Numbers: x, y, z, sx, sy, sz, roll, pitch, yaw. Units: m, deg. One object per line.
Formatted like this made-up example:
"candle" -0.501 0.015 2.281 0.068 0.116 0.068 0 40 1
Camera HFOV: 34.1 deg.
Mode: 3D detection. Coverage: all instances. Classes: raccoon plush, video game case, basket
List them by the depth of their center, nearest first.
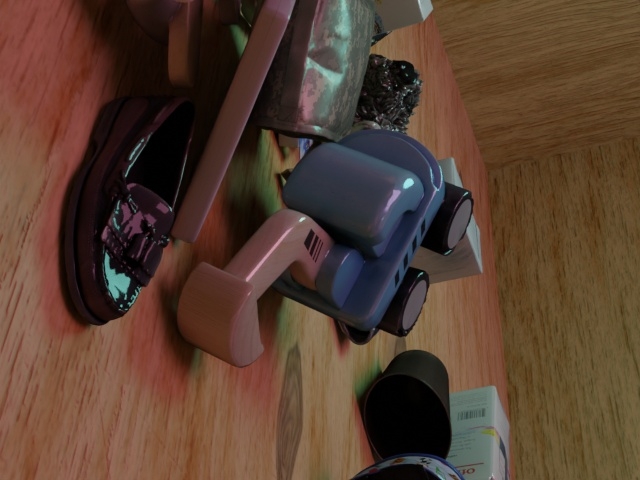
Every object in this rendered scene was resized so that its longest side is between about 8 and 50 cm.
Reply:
"video game case" -0.092 -0.202 1.294 0.300 0.036 0.329 -79 -167 -54
"basket" 0.174 0.303 1.973 0.227 0.154 0.204 -58 132 -72
"raccoon plush" 0.114 -0.166 2.049 0.446 0.216 0.299 36 52 -67

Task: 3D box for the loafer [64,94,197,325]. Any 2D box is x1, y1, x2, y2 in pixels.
"loafer" -0.193 -0.050 1.095 0.109 0.095 0.302 60 23 -44

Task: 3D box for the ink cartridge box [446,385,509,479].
"ink cartridge box" 0.253 0.445 2.011 0.353 0.207 0.119 -71 143 -59

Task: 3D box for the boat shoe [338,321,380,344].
"boat shoe" 0.050 0.038 1.842 0.102 0.108 0.301 -46 129 -72

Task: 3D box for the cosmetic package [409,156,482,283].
"cosmetic package" 0.196 -0.027 2.143 0.138 0.224 0.224 -86 157 -45

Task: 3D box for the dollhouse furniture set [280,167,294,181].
"dollhouse furniture set" -0.049 -0.053 1.733 0.081 0.091 0.114 -41 97 -27

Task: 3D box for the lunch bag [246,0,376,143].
"lunch bag" -0.023 -0.269 1.540 0.287 0.169 0.235 -13 116 -83

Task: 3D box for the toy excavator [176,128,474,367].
"toy excavator" 0.000 0.000 1.412 0.432 0.222 0.445 -61 156 -13

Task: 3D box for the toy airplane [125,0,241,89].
"toy airplane" -0.166 -0.422 1.255 0.386 0.273 0.384 -110 -152 -57

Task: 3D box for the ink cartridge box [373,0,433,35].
"ink cartridge box" 0.097 -0.517 2.164 0.171 0.233 0.168 -62 137 -66

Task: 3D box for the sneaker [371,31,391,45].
"sneaker" 0.090 -0.497 2.422 0.110 0.107 0.275 54 16 -8

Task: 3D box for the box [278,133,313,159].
"box" -0.039 -0.238 1.771 0.109 0.043 0.178 -60 154 -65

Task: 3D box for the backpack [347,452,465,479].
"backpack" 0.139 0.455 1.565 0.213 0.277 0.263 -17 88 -79

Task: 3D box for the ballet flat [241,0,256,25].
"ballet flat" -0.056 -0.426 1.791 0.483 0.164 0.181 0 100 -68
